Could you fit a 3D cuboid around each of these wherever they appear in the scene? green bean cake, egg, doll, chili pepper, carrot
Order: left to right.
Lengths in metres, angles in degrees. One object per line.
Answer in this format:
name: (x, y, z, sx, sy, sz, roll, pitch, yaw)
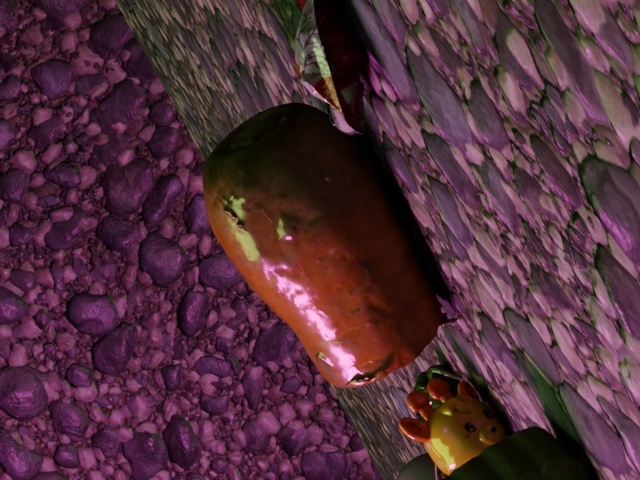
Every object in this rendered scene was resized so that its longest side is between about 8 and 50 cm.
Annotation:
carrot: (0.000, 0.000, 1.802, 0.341, 0.224, 0.224, 56, 174, -20)
egg: (0.195, 0.420, 2.323, 0.146, 0.146, 0.199, 58, 166, 11)
chili pepper: (0.196, 0.274, 2.093, 0.257, 0.074, 0.100, 60, 170, -32)
doll: (0.202, 0.285, 1.911, 0.221, 0.143, 0.135, 52, 142, 11)
green bean cake: (0.231, 0.364, 1.645, 0.248, 0.222, 0.125, 60, 171, -24)

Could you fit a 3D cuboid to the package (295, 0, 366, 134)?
package: (-0.007, -0.240, 1.541, 0.194, 0.071, 0.270, 180, 73, -78)
